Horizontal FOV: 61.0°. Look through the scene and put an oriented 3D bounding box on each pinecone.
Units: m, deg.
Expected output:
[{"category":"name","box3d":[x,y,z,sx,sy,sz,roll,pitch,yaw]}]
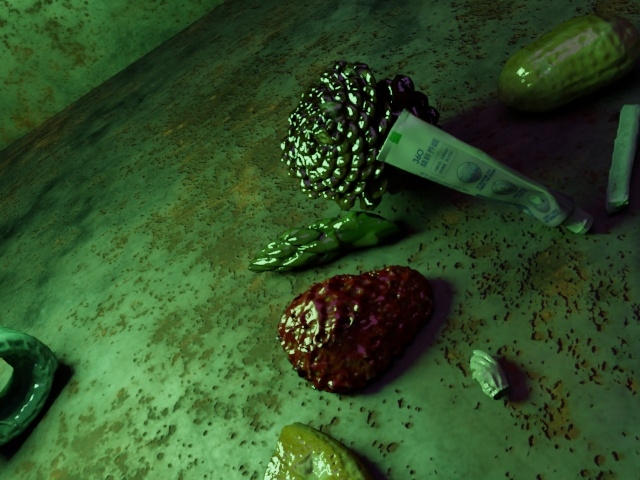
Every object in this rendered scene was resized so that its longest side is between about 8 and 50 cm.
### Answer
[{"category":"pinecone","box3d":[0.086,-0.166,0.906,0.246,0.292,0.246,6,99,44]}]

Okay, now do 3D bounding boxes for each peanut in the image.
[{"category":"peanut","box3d":[0.403,-0.292,0.902,0.225,0.129,0.129,-21,43,17]}]

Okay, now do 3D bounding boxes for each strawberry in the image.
[{"category":"strawberry","box3d":[0.042,0.099,0.782,0.237,0.111,0.190,-32,38,2]}]

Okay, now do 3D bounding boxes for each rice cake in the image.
[{"category":"rice cake","box3d":[0.439,-0.122,0.783,0.033,0.033,0.207,4,54,35]}]

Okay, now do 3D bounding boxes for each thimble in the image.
[{"category":"thimble","box3d":[-0.614,0.263,1.010,0.143,0.198,0.235,7,27,41]}]

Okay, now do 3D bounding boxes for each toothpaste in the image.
[{"category":"toothpaste","box3d":[0.231,-0.085,0.753,0.301,0.075,0.048,26,41,3]}]

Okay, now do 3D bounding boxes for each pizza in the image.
[{"category":"pizza","box3d":[-0.005,0.319,0.649,0.182,0.062,0.161,18,56,37]}]

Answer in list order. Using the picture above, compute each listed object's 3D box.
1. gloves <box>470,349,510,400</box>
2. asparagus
[{"category":"gloves","box3d":[0.210,0.166,0.667,0.044,0.037,0.081,-7,28,-23]},{"category":"asparagus","box3d":[0.000,0.000,0.934,0.287,0.080,0.080,-21,42,17]}]
